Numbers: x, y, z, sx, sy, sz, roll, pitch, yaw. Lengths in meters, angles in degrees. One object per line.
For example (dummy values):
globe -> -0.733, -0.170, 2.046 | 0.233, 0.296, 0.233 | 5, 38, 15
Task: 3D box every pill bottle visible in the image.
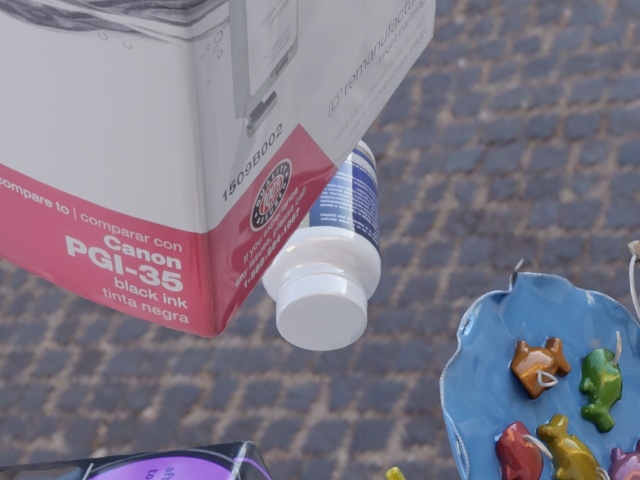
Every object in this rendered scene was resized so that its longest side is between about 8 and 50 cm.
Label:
pill bottle -> 0.000, 0.000, 1.454 | 0.094, 0.094, 0.169 | -16, 46, 15

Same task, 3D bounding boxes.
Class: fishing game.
fishing game -> 0.139, 0.100, 0.958 | 0.041, 0.189, 0.264 | -26, 4, 45

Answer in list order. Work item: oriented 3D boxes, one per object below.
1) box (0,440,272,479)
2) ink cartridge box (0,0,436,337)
box -> -0.057, 0.214, 0.545 | 0.143, 0.270, 0.165 | -9, 32, 23
ink cartridge box -> -0.044, -0.136, 0.683 | 0.117, 0.283, 0.207 | 22, 53, 18
